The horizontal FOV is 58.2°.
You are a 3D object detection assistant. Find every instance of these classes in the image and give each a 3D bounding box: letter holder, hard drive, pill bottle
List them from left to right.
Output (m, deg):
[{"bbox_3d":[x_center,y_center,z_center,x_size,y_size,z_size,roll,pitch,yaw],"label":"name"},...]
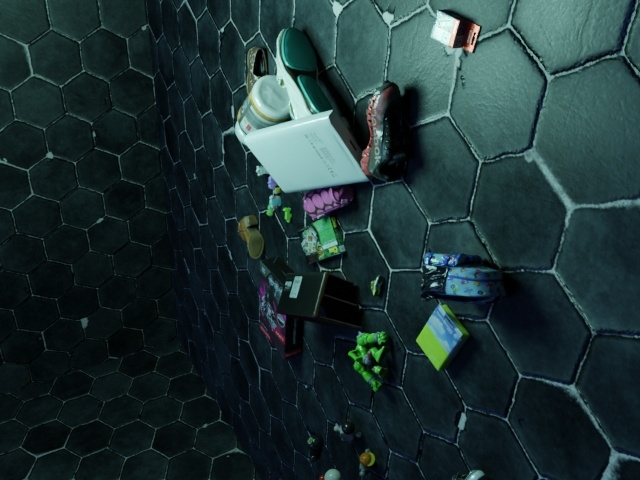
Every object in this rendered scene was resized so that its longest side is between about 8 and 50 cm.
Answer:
[{"bbox_3d":[-0.201,-0.444,2.024,0.278,0.162,0.162,-34,73,60],"label":"pill bottle"},{"bbox_3d":[-0.038,-0.250,1.694,0.353,0.047,0.233,-4,135,44],"label":"hard drive"},{"bbox_3d":[0.017,0.212,1.992,0.302,0.214,0.152,-8,64,62],"label":"letter holder"}]

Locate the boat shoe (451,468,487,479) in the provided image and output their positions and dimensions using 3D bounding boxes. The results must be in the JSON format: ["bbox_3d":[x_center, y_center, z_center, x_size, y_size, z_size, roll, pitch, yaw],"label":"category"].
[{"bbox_3d":[0.394,0.688,1.599,0.076,0.080,0.228,48,150,37],"label":"boat shoe"}]

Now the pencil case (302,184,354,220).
[{"bbox_3d":[0.026,-0.132,1.843,0.209,0.095,0.098,-23,62,61],"label":"pencil case"}]

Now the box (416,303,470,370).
[{"bbox_3d":[0.327,0.255,1.536,0.109,0.042,0.178,55,146,31],"label":"box"}]

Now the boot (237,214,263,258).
[{"bbox_3d":[-0.313,-0.009,2.534,0.152,0.073,0.197,-20,73,60],"label":"boot"}]

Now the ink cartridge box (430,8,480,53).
[{"bbox_3d":[0.295,-0.459,1.265,0.115,0.029,0.062,48,142,40],"label":"ink cartridge box"}]

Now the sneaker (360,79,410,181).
[{"bbox_3d":[0.180,-0.270,1.492,0.135,0.098,0.276,46,143,42],"label":"sneaker"}]

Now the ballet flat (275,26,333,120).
[{"bbox_3d":[-0.070,-0.473,1.736,0.139,0.139,0.400,118,141,-52],"label":"ballet flat"}]

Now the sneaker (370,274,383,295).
[{"bbox_3d":[0.169,0.134,1.774,0.035,0.031,0.083,51,143,38],"label":"sneaker"}]

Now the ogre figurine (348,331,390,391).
[{"bbox_3d":[0.159,0.372,1.843,0.118,0.097,0.197,23,135,42],"label":"ogre figurine"}]

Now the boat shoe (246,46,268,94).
[{"bbox_3d":[-0.228,-0.596,2.091,0.073,0.073,0.206,28,127,56],"label":"boat shoe"}]

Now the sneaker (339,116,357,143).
[{"bbox_3d":[0.028,-0.241,1.770,0.122,0.110,0.283,59,148,21],"label":"sneaker"}]

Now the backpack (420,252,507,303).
[{"bbox_3d":[0.338,0.090,1.329,0.173,0.158,0.116,1,86,47],"label":"backpack"}]

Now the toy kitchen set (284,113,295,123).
[{"bbox_3d":[-0.060,-0.328,1.868,0.207,0.122,0.166,65,150,17],"label":"toy kitchen set"}]

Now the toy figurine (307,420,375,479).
[{"bbox_3d":[0.073,0.768,2.062,0.148,0.210,0.213,85,158,-53],"label":"toy figurine"}]

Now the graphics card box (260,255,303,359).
[{"bbox_3d":[-0.162,0.278,2.374,0.233,0.094,0.370,43,137,45],"label":"graphics card box"}]

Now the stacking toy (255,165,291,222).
[{"bbox_3d":[-0.181,-0.186,2.228,0.167,0.052,0.221,20,121,57],"label":"stacking toy"}]

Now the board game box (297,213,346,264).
[{"bbox_3d":[0.000,0.000,2.018,0.260,0.030,0.136,-21,83,62],"label":"board game box"}]
